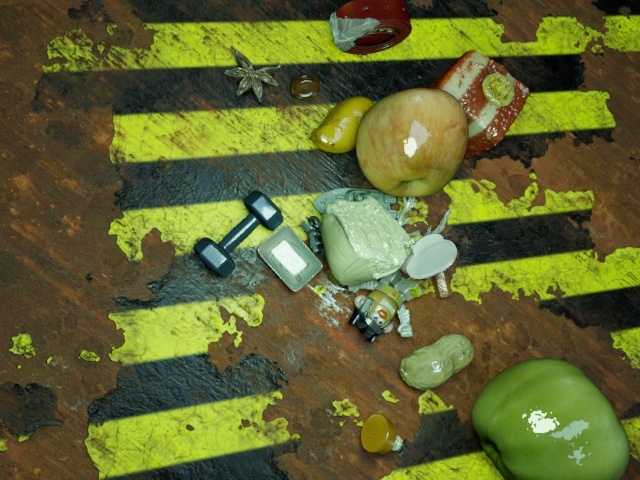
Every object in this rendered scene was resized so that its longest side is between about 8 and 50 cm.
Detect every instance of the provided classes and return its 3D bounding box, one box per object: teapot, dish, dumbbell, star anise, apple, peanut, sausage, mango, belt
[{"bbox_3d":[-0.064,-0.597,1.729,0.129,0.078,0.098,-15,126,2],"label":"teapot"},{"bbox_3d":[-0.114,0.066,1.631,0.151,0.077,0.212,-42,92,-14],"label":"dish"},{"bbox_3d":[-0.286,-0.025,1.577,0.325,0.160,0.144,-46,123,-11],"label":"dumbbell"},{"bbox_3d":[-0.262,-0.616,1.701,0.208,0.063,0.172,12,85,-12],"label":"star anise"},{"bbox_3d":[0.775,0.648,1.541,0.473,0.473,0.474,1,83,-10],"label":"apple"},{"bbox_3d":[0.438,0.452,1.645,0.291,0.159,0.143,-22,113,-12],"label":"peanut"},{"bbox_3d":[0.466,0.136,1.735,0.065,0.065,0.169,-9,84,-11],"label":"sausage"},{"bbox_3d":[0.319,-0.335,1.575,0.391,0.391,0.347,1,78,-10],"label":"apple"},{"bbox_3d":[0.097,-0.435,1.713,0.295,0.120,0.177,-39,99,-11],"label":"mango"},{"bbox_3d":[0.187,-0.822,1.722,0.323,0.227,0.115,-12,82,-12],"label":"belt"}]

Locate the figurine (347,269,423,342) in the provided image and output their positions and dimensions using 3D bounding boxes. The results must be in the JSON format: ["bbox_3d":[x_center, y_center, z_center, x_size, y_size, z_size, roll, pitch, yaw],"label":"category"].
[{"bbox_3d":[0.228,0.236,1.639,0.308,0.143,0.308,-1,70,2],"label":"figurine"}]

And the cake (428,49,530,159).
[{"bbox_3d":[0.579,-0.530,1.733,0.319,0.269,0.270,38,78,-5],"label":"cake"}]

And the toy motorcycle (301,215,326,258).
[{"bbox_3d":[0.000,0.000,1.651,0.193,0.061,0.124,54,42,-4],"label":"toy motorcycle"}]

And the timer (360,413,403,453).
[{"bbox_3d":[0.242,0.715,1.608,0.152,0.132,0.132,36,77,-28],"label":"timer"}]

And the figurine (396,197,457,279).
[{"bbox_3d":[0.380,-0.015,1.643,0.206,0.316,0.284,27,98,-19],"label":"figurine"}]

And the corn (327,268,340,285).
[{"bbox_3d":[0.133,0.096,1.674,0.231,0.080,0.080,-24,88,-14],"label":"corn"}]

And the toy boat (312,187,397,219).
[{"bbox_3d":[0.129,-0.129,1.691,0.319,0.092,0.141,2,76,-9],"label":"toy boat"}]

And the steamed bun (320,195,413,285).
[{"bbox_3d":[0.109,-0.004,1.508,0.272,0.273,0.290,20,40,-40],"label":"steamed bun"}]

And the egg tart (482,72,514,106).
[{"bbox_3d":[0.626,-0.529,1.582,0.128,0.049,0.129,2,79,-13],"label":"egg tart"}]
